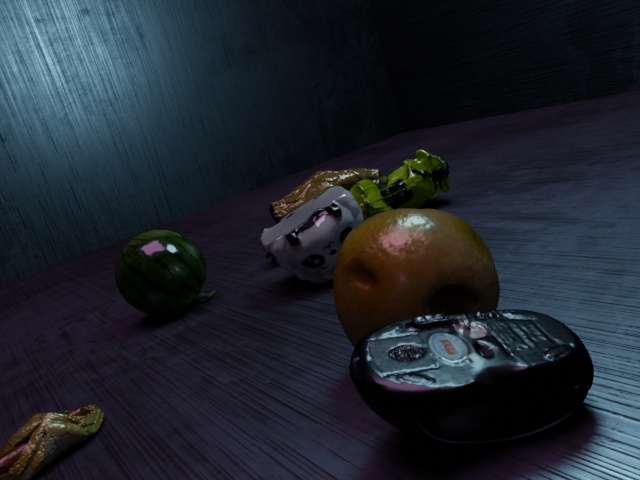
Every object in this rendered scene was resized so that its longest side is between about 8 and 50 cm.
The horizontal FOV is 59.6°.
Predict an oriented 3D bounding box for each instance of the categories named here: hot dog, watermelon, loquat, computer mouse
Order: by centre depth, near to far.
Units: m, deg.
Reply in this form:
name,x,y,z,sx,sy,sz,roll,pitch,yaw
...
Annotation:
name,x,y,z,sx,sy,sz,roll,pitch,yaw
computer mouse,0.145,0.137,0.552,0.233,0.096,0.137,-4,26,-3
loquat,0.117,0.052,0.705,0.213,0.213,0.213,-16,14,4
hot dog,-0.368,0.262,0.753,0.078,0.061,0.169,-5,18,35
watermelon,-0.338,0.078,1.224,0.188,0.215,0.188,-53,4,6

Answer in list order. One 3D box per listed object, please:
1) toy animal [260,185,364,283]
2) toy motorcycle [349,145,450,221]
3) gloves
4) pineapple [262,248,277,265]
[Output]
name,x,y,z,sx,sy,sz,roll,pitch,yaw
toy animal,0.000,0.000,1.156,0.208,0.156,0.204,-35,19,-5
toy motorcycle,0.211,-0.124,1.423,0.342,0.142,0.206,-28,-20,-38
gloves,0.030,-0.120,1.587,0.357,0.155,0.203,-15,17,-6
pineapple,-0.038,-0.010,1.388,0.221,0.083,0.103,-21,2,-14
